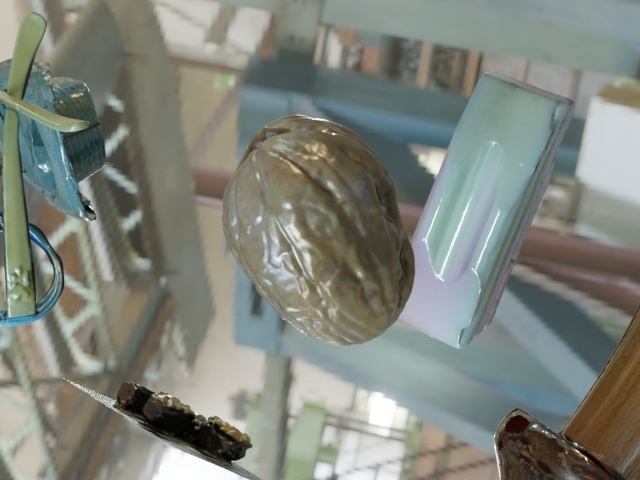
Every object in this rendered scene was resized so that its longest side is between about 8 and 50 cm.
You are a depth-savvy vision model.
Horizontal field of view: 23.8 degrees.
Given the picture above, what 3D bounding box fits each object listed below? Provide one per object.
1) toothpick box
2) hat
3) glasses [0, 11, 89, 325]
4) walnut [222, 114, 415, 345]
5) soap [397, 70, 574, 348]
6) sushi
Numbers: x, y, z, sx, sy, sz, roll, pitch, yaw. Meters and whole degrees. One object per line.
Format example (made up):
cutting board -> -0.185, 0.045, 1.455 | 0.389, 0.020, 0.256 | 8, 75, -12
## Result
toothpick box -> 0.273, 0.136, 1.206 | 0.294, 0.192, 0.192 | -51, -8, -1
hat -> -0.224, -0.096, 1.308 | 0.078, 0.191, 0.138 | -27, -56, -23
glasses -> -0.234, -0.066, 1.191 | 0.102, 0.207, 0.239 | 13, -130, -51
walnut -> 0.002, -0.001, 1.406 | 0.230, 0.178, 0.178 | 61, -154, -22
soap -> 0.192, -0.037, 1.811 | 0.323, 0.109, 0.193 | -69, -14, 17
sushi -> -0.157, 0.209, 1.755 | 0.193, 0.279, 0.043 | 31, -97, -38
